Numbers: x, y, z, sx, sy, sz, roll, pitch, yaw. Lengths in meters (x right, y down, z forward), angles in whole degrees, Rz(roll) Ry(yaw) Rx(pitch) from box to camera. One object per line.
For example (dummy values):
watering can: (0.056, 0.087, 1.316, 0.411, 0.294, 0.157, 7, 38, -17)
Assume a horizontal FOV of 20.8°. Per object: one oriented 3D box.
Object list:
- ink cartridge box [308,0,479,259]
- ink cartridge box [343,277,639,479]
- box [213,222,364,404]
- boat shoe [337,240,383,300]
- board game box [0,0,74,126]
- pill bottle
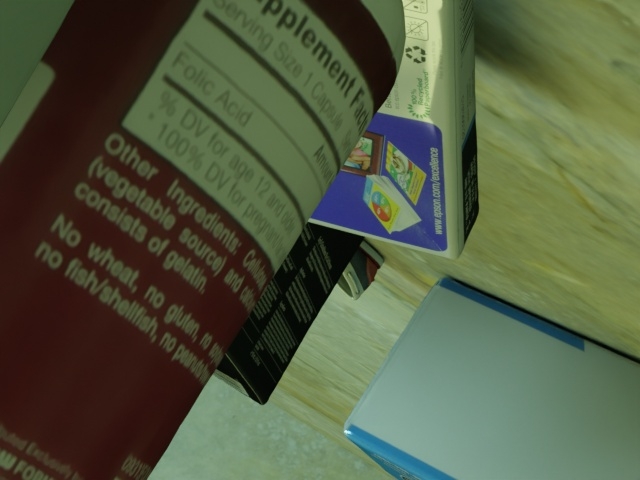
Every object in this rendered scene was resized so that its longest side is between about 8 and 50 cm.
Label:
ink cartridge box: (-0.025, -0.092, 0.863, 0.208, 0.045, 0.206, 13, 142, 16)
ink cartridge box: (0.239, 0.225, 1.507, 0.285, 0.166, 0.395, 25, 166, 34)
box: (-0.049, -0.010, 1.210, 0.103, 0.184, 0.261, 31, 169, 14)
boat shoe: (0.000, 0.000, 1.490, 0.137, 0.043, 0.049, 41, 167, -36)
board game box: (-0.167, -0.196, 0.530, 0.303, 0.224, 0.097, 31, 180, 31)
pill bottle: (-0.108, -0.050, 0.645, 0.224, 0.392, 0.224, 30, 168, 7)
